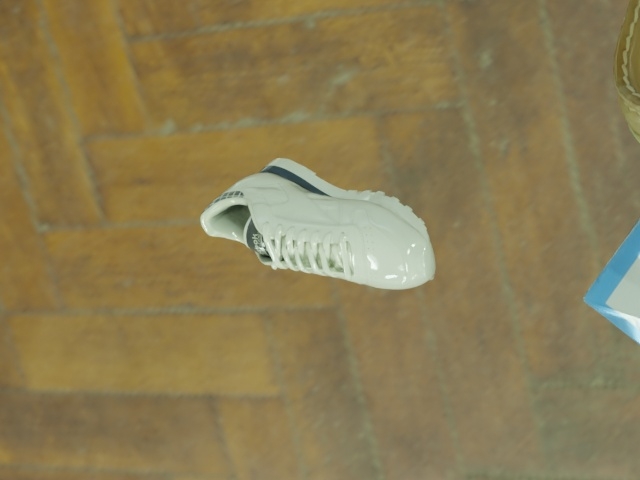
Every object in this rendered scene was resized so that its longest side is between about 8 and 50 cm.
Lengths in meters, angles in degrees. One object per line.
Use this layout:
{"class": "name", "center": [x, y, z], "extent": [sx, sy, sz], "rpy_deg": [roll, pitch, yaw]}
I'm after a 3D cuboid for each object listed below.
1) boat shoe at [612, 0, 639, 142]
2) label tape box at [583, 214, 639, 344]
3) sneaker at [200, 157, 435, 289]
{"class": "boat shoe", "center": [0.178, -0.171, 0.770], "extent": [0.104, 0.089, 0.285], "rpy_deg": [24, 94, 54]}
{"class": "label tape box", "center": [0.344, -0.005, 1.082], "extent": [0.249, 0.347, 0.115], "rpy_deg": [38, 134, 12]}
{"class": "sneaker", "center": [0.000, 0.000, 1.683], "extent": [0.235, 0.095, 0.090], "rpy_deg": [18, 122, 42]}
